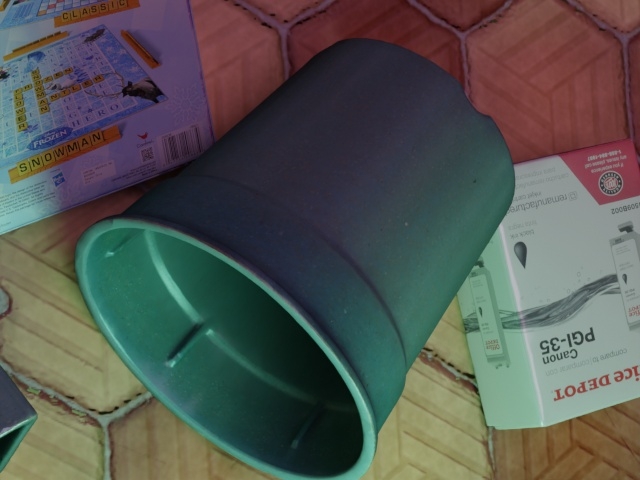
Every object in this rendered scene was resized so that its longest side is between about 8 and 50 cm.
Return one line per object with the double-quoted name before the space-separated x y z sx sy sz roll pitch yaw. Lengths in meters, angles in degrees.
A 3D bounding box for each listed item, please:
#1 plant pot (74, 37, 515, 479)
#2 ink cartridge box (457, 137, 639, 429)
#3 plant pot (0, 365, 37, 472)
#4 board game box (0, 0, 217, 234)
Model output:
"plant pot" 0.000 0.000 1.655 0.341 0.341 0.334 49 60 -15
"ink cartridge box" 0.265 0.048 1.882 0.207 0.117 0.283 -13 91 -27
"plant pot" -0.426 0.132 1.470 0.247 0.248 0.252 -29 82 -25
"board game box" -0.269 -0.182 1.602 0.319 0.066 0.318 -22 119 -27
